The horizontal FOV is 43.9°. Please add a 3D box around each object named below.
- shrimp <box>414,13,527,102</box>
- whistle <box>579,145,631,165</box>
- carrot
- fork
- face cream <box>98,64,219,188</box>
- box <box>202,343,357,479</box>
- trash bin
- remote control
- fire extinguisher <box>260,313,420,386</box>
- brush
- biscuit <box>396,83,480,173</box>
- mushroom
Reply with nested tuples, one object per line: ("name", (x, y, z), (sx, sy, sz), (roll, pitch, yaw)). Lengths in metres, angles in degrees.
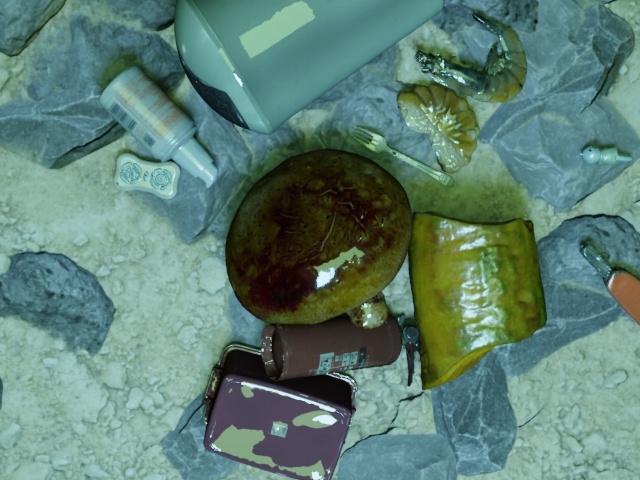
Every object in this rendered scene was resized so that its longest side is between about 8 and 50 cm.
("shrimp", (0.285, -0.341, 1.473), (0.217, 0.051, 0.150), (15, 94, -11))
("whistle", (0.541, -0.161, 1.506), (0.100, 0.035, 0.035), (5, 98, -3))
("carrot", (0.281, 0.103, 1.433), (0.242, 0.241, 0.340), (-7, 95, 0))
("fork", (0.159, -0.153, 1.502), (0.219, 0.028, 0.034), (28, 91, -5))
("face cream", (-0.281, -0.199, 1.452), (0.252, 0.101, 0.101), (44, 95, -7))
("box", (-0.078, 0.329, 1.496), (0.294, 0.167, 0.193), (17, 95, -3))
("trash bin", (-0.036, -0.379, 1.350), (0.432, 0.280, 0.280), (-33, 97, 0))
("remote control", (-0.327, -0.122, 1.496), (0.122, 0.032, 0.074), (10, 98, -2))
("fire extinguisher", (0.064, 0.211, 1.481), (0.337, 0.106, 0.147), (-2, 82, -25))
("brush", (0.619, 0.115, 1.540), (0.323, 0.051, 0.070), (43, 101, -9))
("biscuit", (0.230, -0.223, 1.477), (0.118, 0.061, 0.183), (-41, 93, 2))
("mushroom", (-0.006, -0.012, 1.404), (0.345, 0.239, 0.345), (4, 60, -7))
